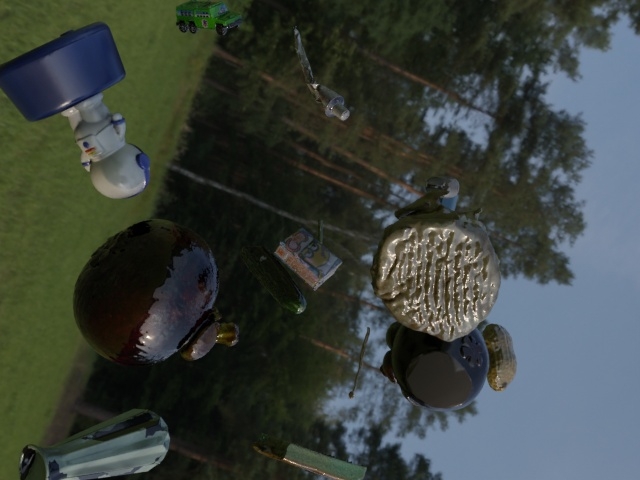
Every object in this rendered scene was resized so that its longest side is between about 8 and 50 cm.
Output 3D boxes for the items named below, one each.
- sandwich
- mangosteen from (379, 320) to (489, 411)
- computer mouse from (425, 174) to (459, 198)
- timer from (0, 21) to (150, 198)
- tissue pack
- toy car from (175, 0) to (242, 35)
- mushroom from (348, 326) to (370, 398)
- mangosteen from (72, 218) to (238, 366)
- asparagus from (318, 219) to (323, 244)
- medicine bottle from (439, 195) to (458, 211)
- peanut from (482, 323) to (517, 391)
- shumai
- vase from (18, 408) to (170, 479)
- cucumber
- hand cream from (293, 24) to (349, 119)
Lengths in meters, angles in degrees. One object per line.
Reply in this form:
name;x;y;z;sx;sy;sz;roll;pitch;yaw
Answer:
sandwich;-0.033;0.567;1.792;0.245;0.212;0.063;7;-109;30
mangosteen;0.281;0.311;1.771;0.287;0.288;0.233;-62;-173;24
computer mouse;0.349;-0.153;1.979;0.039;0.096;0.066;-118;-146;-79
timer;-0.520;-0.268;1.575;0.270;0.383;0.270;-21;-158;9
tissue pack;-0.033;0.048;1.895;0.115;0.155;0.065;-36;165;-53
toy car;-0.261;-0.520;1.612;0.071;0.165;0.062;-44;137;-41
mushroom;0.129;0.383;2.204;0.028;0.026;0.286;-21;-146;36
mangosteen;-0.329;0.109;1.368;0.297;0.293;0.297;-14;-128;19
asparagus;0.000;0.000;2.078;0.018;0.015;0.127;-80;170;-86
medicine bottle;0.360;-0.086;2.069;0.079;0.124;0.258;-9;-146;25
peanut;0.614;0.404;2.397;0.110;0.197;0.233;-17;-111;23
shumai;0.244;0.038;1.507;0.267;0.314;0.262;-16;-156;12
vase;-0.543;0.516;1.702;0.165;0.360;0.165;-1;-92;35
cucumber;-0.116;0.099;1.783;0.241;0.074;0.074;48;-55;27
hand cream;-0.009;-0.353;1.510;0.257;0.050;0.084;61;-6;25
